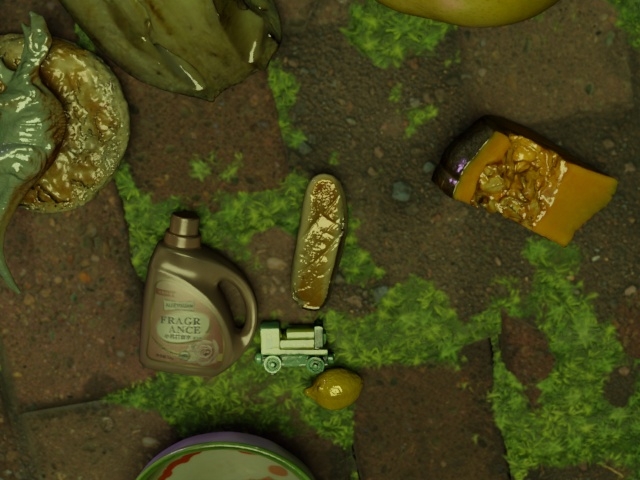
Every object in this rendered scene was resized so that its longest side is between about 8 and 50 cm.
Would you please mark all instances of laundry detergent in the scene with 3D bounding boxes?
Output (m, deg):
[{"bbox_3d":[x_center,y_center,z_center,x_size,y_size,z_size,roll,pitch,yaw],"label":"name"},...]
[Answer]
[{"bbox_3d":[-0.173,0.081,1.751,0.171,0.076,0.237,9,106,-4],"label":"laundry detergent"}]

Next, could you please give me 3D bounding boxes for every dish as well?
[{"bbox_3d":[-0.136,0.415,1.842,0.324,0.124,0.324,2,115,3],"label":"dish"}]

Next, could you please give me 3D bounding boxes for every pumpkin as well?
[{"bbox_3d":[0.274,-0.092,1.676,0.248,0.126,0.131,24,100,-27],"label":"pumpkin"}]

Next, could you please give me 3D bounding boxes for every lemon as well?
[{"bbox_3d":[0.020,0.223,1.803,0.092,0.065,0.065,-11,108,-1],"label":"lemon"}]

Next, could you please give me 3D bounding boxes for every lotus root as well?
[{"bbox_3d":[-0.207,-0.336,1.575,0.210,0.142,0.314,-25,130,23],"label":"lotus root"}]

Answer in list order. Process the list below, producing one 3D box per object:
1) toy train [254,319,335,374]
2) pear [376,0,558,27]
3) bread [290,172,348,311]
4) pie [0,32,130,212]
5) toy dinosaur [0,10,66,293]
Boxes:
[{"bbox_3d":[-0.040,0.160,1.792,0.122,0.050,0.081,-2,101,2],"label":"toy train"},{"bbox_3d":[0.184,-0.399,1.485,0.336,0.285,0.285,-21,107,6],"label":"pear"},{"bbox_3d":[0.000,0.001,1.734,0.073,0.053,0.214,9,111,1],"label":"bread"},{"bbox_3d":[-0.400,-0.166,1.677,0.274,0.055,0.274,2,109,5],"label":"pie"},{"bbox_3d":[-0.442,-0.108,1.628,0.206,0.092,0.392,-4,101,1],"label":"toy dinosaur"}]
